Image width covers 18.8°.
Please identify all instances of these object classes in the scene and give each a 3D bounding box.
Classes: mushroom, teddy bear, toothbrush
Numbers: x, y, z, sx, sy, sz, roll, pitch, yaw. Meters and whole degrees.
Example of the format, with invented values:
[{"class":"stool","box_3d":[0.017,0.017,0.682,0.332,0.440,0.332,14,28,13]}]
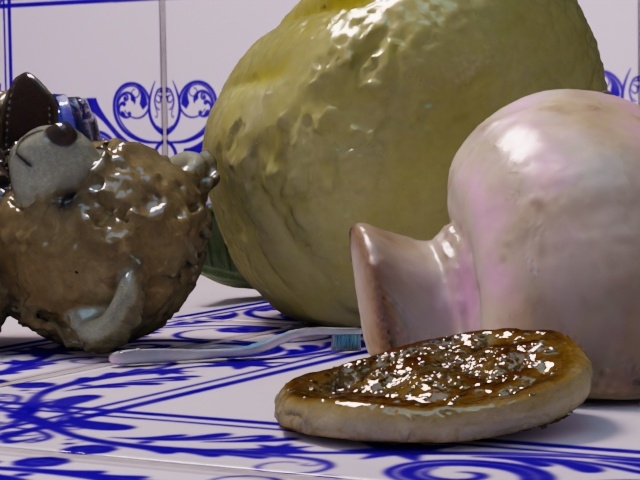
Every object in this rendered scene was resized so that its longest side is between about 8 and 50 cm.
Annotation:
[{"class":"mushroom","box_3d":[0.141,-0.003,1.039,0.236,0.162,0.173,-3,2,-8]},{"class":"teddy bear","box_3d":[-0.196,-0.006,1.257,0.256,0.156,0.267,0,43,18]},{"class":"toothbrush","box_3d":[-0.050,0.063,1.172,0.162,0.017,0.014,-2,-2,-20]}]

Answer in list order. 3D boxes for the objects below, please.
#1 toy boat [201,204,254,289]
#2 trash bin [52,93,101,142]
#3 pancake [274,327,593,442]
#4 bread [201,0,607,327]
[{"class":"toy boat","box_3d":[0.000,0.000,1.606,0.293,0.093,0.055,-3,-14,-37]},{"class":"trash bin","box_3d":[-0.371,-0.066,2.268,0.234,0.184,0.162,-13,6,-14]},{"class":"pancake","box_3d":[0.052,0.069,0.914,0.158,0.028,0.158,-8,9,1]},{"class":"bread","box_3d":[0.056,-0.084,1.367,0.320,0.237,0.320,-25,9,4]}]
